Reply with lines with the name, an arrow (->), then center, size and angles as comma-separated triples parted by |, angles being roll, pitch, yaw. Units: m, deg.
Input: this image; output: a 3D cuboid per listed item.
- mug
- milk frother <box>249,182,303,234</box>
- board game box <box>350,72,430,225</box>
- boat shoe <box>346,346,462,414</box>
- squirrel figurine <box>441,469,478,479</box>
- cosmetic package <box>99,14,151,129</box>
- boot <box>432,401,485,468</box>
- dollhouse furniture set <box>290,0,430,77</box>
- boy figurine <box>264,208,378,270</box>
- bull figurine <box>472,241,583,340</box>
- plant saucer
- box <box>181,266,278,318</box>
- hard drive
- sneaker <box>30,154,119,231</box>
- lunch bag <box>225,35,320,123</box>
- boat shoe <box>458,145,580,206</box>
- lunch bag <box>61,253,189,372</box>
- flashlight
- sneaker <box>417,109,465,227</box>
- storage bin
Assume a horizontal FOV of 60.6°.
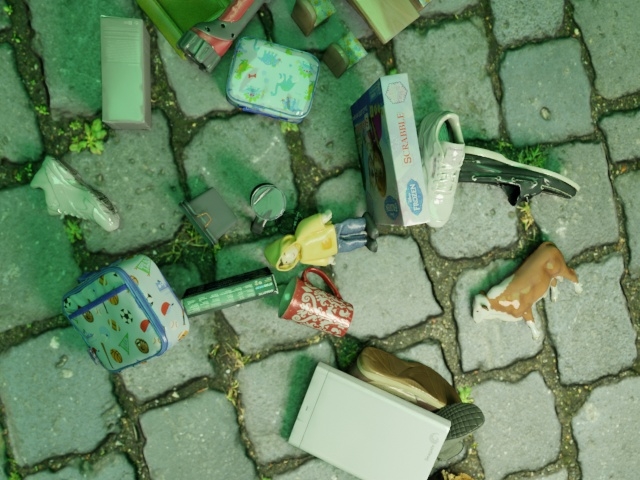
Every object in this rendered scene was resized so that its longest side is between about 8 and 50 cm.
mug -> -0.002, 0.158, 1.396 | 0.169, 0.113, 0.150 | 24, 90, -13
milk frother -> -0.104, -0.074, 1.353 | 0.143, 0.135, 0.129 | 5, 98, -9
board game box -> 0.156, -0.196, 1.300 | 0.065, 0.318, 0.318 | -11, 93, -7
boat shoe -> 0.222, 0.399, 1.454 | 0.341, 0.123, 0.123 | 25, 119, -20
squirrel figurine -> 0.437, 0.800, 1.422 | 0.370, 0.281, 0.397 | -37, 100, -12
cosmetic package -> -0.454, -0.385, 1.288 | 0.107, 0.127, 0.238 | 2, 90, -10
boot -> 0.337, 0.514, 1.436 | 0.246, 0.084, 0.161 | -34, 134, 18
dollhouse furniture set -> 0.086, -0.672, 1.298 | 0.362, 0.256, 0.394 | -40, 98, -5
boy figurine -> 0.000, 0.000, 1.373 | 0.285, 0.092, 0.177 | -12, 134, -16
bull figurine -> 0.561, 0.146, 1.494 | 0.310, 0.101, 0.188 | -43, 102, -3
plant saucer -> -0.323, -0.576, 1.341 | 0.188, 0.045, 0.188 | -40, 98, -6
box -> -0.219, 0.122, 1.324 | 0.220, 0.175, 0.051 | -15, 95, -9
hard drive -> 0.116, 0.483, 1.377 | 0.352, 0.047, 0.233 | 22, 103, 10
sneaker -> -0.586, -0.089, 1.307 | 0.232, 0.090, 0.115 | 42, 92, 0
lunch bag -> -0.121, -0.393, 1.360 | 0.218, 0.090, 0.176 | 13, 89, -10
boat shoe -> 0.514, -0.150, 1.459 | 0.339, 0.127, 0.113 | 17, 91, -8
lunch bag -> -0.455, 0.167, 1.249 | 0.303, 0.115, 0.243 | -24, 101, 36
flashlight -> -0.212, -0.546, 1.297 | 0.103, 0.103, 0.304 | 36, 88, 0
sneaker -> 0.304, -0.185, 1.409 | 0.114, 0.152, 0.305 | -1, 94, -11
storage bin -> -0.271, -0.064, 1.353 | 0.091, 0.098, 0.135 | -40, 98, -16
